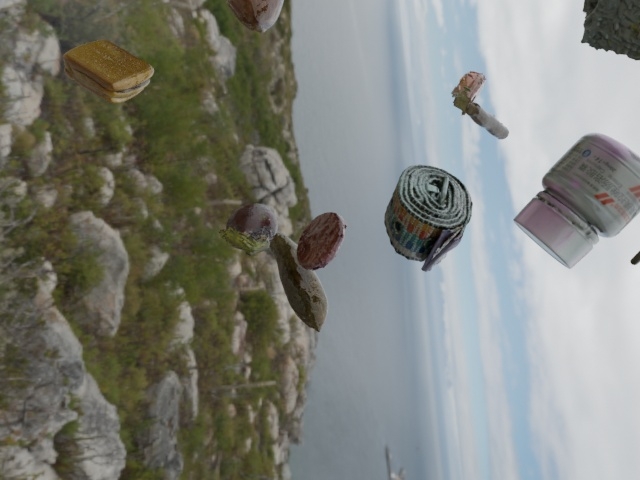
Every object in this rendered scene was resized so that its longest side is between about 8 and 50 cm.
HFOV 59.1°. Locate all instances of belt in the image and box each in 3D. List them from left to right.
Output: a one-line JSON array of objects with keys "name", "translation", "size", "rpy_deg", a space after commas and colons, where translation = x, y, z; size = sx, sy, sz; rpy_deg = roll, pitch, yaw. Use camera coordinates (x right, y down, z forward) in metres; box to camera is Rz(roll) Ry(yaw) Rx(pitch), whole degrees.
[{"name": "belt", "translation": [0.278, -0.080, 1.459], "size": [0.295, 0.206, 0.161], "rpy_deg": [-59, 173, -51]}]

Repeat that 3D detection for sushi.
[{"name": "sushi", "translation": [0.609, -0.440, 1.073], "size": [0.184, 0.274, 0.140], "rpy_deg": [-34, 141, -32]}]

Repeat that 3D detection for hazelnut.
[{"name": "hazelnut", "translation": [-0.196, -0.720, 1.661], "size": [0.214, 0.176, 0.215], "rpy_deg": [-2, 90, -65]}]

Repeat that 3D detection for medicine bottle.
[{"name": "medicine bottle", "translation": [0.726, -0.107, 1.566], "size": [0.256, 0.325, 0.256], "rpy_deg": [41, 10, -9]}]

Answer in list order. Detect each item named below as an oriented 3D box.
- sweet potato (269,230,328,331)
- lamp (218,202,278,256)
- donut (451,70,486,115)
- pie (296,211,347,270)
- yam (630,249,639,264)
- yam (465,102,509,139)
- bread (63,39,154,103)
[{"name": "sweet potato", "translation": [-0.086, 0.111, 1.897], "size": [0.423, 0.130, 0.130], "rpy_deg": [60, 1, 22]}, {"name": "lamp", "translation": [-0.195, -0.028, 1.648], "size": [0.156, 0.157, 0.135], "rpy_deg": [32, 16, -53]}, {"name": "donut", "translation": [0.438, -0.446, 1.661], "size": [0.117, 0.065, 0.166], "rpy_deg": [-55, 171, 0]}, {"name": "pie", "translation": [0.000, 0.000, 1.554], "size": [0.049, 0.182, 0.182], "rpy_deg": [35, 40, -30]}, {"name": "yam", "translation": [0.945, 0.008, 1.589], "size": [0.027, 0.029, 0.234], "rpy_deg": [-46, 163, -25]}, {"name": "yam", "translation": [0.516, -0.367, 1.737], "size": [0.241, 0.056, 0.057], "rpy_deg": [15, 67, -47]}, {"name": "bread", "translation": [-0.462, -0.367, 1.232], "size": [0.116, 0.200, 0.077], "rpy_deg": [-36, 148, -39]}]
